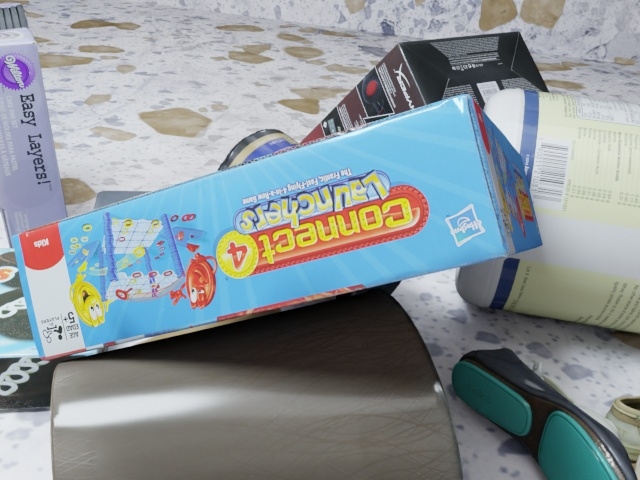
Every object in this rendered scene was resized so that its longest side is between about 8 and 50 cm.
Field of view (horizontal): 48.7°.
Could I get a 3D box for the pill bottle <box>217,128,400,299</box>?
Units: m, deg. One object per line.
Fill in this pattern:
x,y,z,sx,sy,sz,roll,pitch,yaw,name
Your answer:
-0.009,-0.021,0.781,0.122,0.123,0.219,-21,49,-42,pill bottle

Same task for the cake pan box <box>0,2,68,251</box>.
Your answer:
-0.333,-0.118,0.780,0.070,0.267,0.246,-13,29,-22,cake pan box

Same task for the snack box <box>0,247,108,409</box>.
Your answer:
-0.352,0.072,0.623,0.321,0.060,0.187,-1,27,-11,snack box

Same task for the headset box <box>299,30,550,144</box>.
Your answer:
0.120,-0.146,0.946,0.218,0.110,0.293,-16,-12,-33,headset box

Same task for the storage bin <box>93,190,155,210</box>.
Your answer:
-0.189,-0.007,0.777,0.135,0.091,0.098,0,27,-12,storage bin

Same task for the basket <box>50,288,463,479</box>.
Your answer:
-0.051,0.129,0.470,0.226,0.154,0.204,-7,28,-14,basket

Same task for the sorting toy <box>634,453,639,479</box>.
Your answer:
0.272,0.200,0.502,0.075,0.045,0.083,10,25,-6,sorting toy

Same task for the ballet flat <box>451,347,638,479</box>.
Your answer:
0.190,0.147,0.562,0.074,0.074,0.203,-9,28,-27,ballet flat

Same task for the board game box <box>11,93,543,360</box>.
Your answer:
0.000,0.000,0.539,0.301,0.086,0.308,-14,-4,21,board game box

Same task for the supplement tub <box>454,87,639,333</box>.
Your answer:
0.317,-0.023,0.734,0.324,0.236,0.235,10,27,9,supplement tub

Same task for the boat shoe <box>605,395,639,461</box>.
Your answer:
0.309,0.148,0.600,0.152,0.048,0.056,-2,27,-14,boat shoe
